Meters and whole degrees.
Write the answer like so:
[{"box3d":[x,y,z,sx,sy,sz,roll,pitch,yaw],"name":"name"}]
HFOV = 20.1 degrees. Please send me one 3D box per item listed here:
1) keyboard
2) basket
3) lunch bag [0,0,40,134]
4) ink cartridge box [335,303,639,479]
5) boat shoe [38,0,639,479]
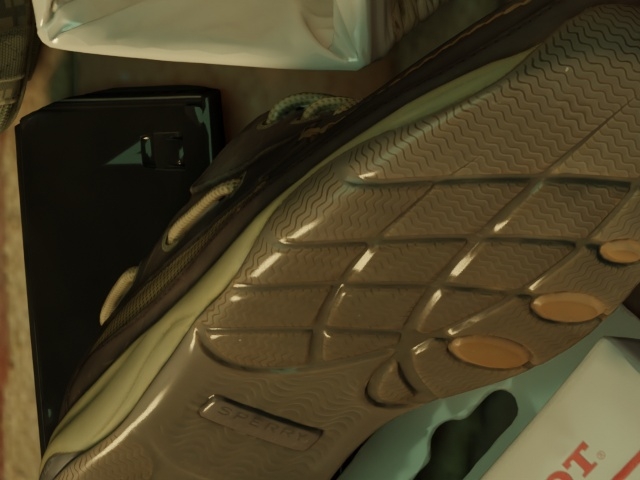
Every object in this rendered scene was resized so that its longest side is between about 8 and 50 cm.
[{"box3d":[-0.051,0.085,0.855,0.201,0.033,0.317,1,100,31],"name":"keyboard"},{"box3d":[-0.031,-0.140,0.752,0.167,0.103,0.113,8,114,30],"name":"basket"},{"box3d":[-0.308,-0.103,0.811,0.256,0.305,0.213,18,108,28],"name":"lunch bag"},{"box3d":[0.130,0.178,0.679,0.353,0.119,0.207,44,104,22],"name":"ink cartridge box"},{"box3d":[0.000,0.000,0.700,0.355,0.132,0.130,-38,40,36],"name":"boat shoe"}]
